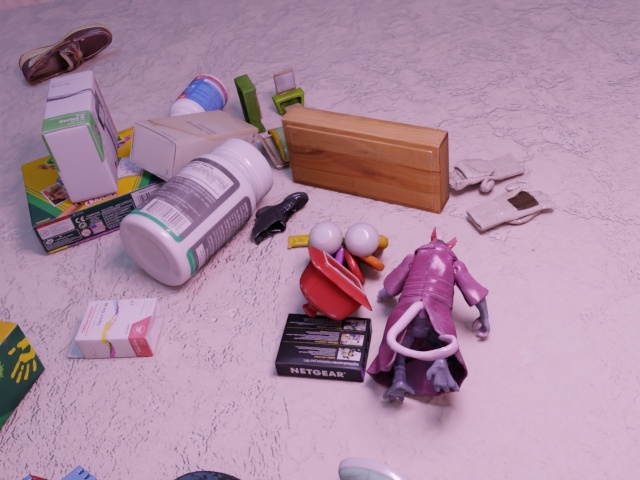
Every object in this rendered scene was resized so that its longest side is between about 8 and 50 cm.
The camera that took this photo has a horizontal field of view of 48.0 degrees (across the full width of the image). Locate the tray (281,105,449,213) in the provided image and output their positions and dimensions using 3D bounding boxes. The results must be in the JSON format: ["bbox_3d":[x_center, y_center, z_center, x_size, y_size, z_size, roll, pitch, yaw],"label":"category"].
[{"bbox_3d":[0.110,-0.201,1.778,0.411,0.202,0.076,15,48,25],"label":"tray"}]

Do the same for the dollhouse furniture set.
[{"bbox_3d":[-0.096,-0.357,2.026,0.198,0.151,0.301,-20,43,-11],"label":"dollhouse furniture set"}]

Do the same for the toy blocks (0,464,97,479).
[{"bbox_3d":[-0.447,0.495,1.179,0.381,0.190,0.261,22,40,30],"label":"toy blocks"}]

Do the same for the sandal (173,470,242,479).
[{"bbox_3d":[-0.114,0.510,1.121,0.168,0.107,0.446,-30,46,-21],"label":"sandal"}]

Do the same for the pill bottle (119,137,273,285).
[{"bbox_3d":[-0.285,-0.078,1.723,0.204,0.204,0.361,20,50,30],"label":"pill bottle"}]

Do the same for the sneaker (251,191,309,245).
[{"bbox_3d":[-0.097,-0.056,1.779,0.170,0.051,0.089,-23,44,-7],"label":"sneaker"}]

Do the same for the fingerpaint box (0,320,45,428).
[{"bbox_3d":[-0.858,0.316,1.439,0.445,0.163,0.371,7,44,19],"label":"fingerpaint box"}]

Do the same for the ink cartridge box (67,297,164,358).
[{"bbox_3d":[-0.454,0.191,1.565,0.198,0.067,0.115,-4,43,7],"label":"ink cartridge box"}]

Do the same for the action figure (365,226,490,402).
[{"bbox_3d":[0.190,0.115,1.389,0.248,0.275,0.370,2,57,22],"label":"action figure"}]

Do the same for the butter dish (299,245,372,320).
[{"bbox_3d":[0.011,0.107,1.471,0.118,0.160,0.160,-48,13,7],"label":"butter dish"}]

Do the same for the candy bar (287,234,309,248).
[{"bbox_3d":[0.000,0.000,1.719,0.162,0.018,0.040,-2,46,9],"label":"candy bar"}]

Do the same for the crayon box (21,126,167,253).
[{"bbox_3d":[-0.596,-0.151,1.935,0.363,0.106,0.313,-22,43,-12],"label":"crayon box"}]

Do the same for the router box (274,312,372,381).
[{"bbox_3d":[0.008,0.215,1.463,0.179,0.046,0.133,2,44,13],"label":"router box"}]

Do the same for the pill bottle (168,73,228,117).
[{"bbox_3d":[-0.372,-0.387,2.134,0.124,0.124,0.221,7,44,19],"label":"pill bottle"}]

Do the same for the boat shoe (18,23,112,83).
[{"bbox_3d":[-0.886,-0.646,2.532,0.342,0.123,0.123,-24,52,-10],"label":"boat shoe"}]

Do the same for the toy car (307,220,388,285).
[{"bbox_3d":[0.058,0.035,1.598,0.182,0.159,0.136,2,80,13],"label":"toy car"}]

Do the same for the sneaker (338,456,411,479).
[{"bbox_3d":[0.105,0.457,1.148,0.256,0.094,0.151,21,54,32],"label":"sneaker"}]

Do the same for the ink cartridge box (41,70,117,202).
[{"bbox_3d":[-0.606,-0.271,1.832,0.122,0.211,0.289,-14,41,-4],"label":"ink cartridge box"}]

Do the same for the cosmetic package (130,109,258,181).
[{"bbox_3d":[-0.326,-0.254,1.895,0.160,0.113,0.309,28,28,26],"label":"cosmetic package"}]

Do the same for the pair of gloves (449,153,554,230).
[{"bbox_3d":[0.426,-0.129,1.740,0.204,0.042,0.240,-11,45,-10],"label":"pair of gloves"}]
